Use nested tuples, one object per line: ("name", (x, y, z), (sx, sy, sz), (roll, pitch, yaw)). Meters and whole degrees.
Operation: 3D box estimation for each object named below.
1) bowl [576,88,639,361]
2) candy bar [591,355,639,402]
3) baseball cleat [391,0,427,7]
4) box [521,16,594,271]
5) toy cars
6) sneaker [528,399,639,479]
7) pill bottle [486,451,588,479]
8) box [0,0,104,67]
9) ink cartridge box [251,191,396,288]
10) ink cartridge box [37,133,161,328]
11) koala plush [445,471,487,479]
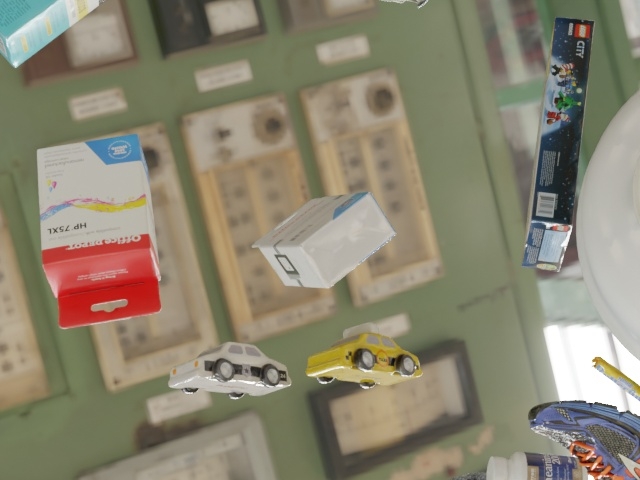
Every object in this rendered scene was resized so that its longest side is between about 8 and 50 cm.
("bowl", (0.320, -0.029, 0.943), (0.298, 0.298, 0.134), (-11, 165, 26))
("candy bar", (0.517, 0.246, 2.084), (0.018, 0.161, 0.040), (-42, 153, -22))
("baseball cleat", (0.070, -0.385, 1.622), (0.109, 0.206, 0.072), (-47, 167, -2))
("box", (0.256, -0.101, 1.353), (0.044, 0.233, 0.159), (7, 163, 9))
("toy cars", (-0.037, 0.182, 1.932), (0.393, 0.087, 0.176), (-4, 161, -4))
("sneaker", (0.287, 0.216, 1.159), (0.087, 0.221, 0.083), (-62, -175, -18))
("pill bottle", (0.275, 0.304, 1.591), (0.120, 0.067, 0.067), (5, -174, -3))
("box", (-0.323, -0.333, 1.618), (0.244, 0.060, 0.100), (-41, 173, -14))
("ink cartridge box", (0.000, 0.000, 1.432), (0.104, 0.060, 0.180), (-38, -168, -17))
("ink cartridge box", (-0.276, -0.014, 1.558), (0.134, 0.231, 0.078), (-10, 146, -4))
("koala plush", (0.212, 0.438, 1.757), (0.203, 0.196, 0.221), (3, -170, 13))
